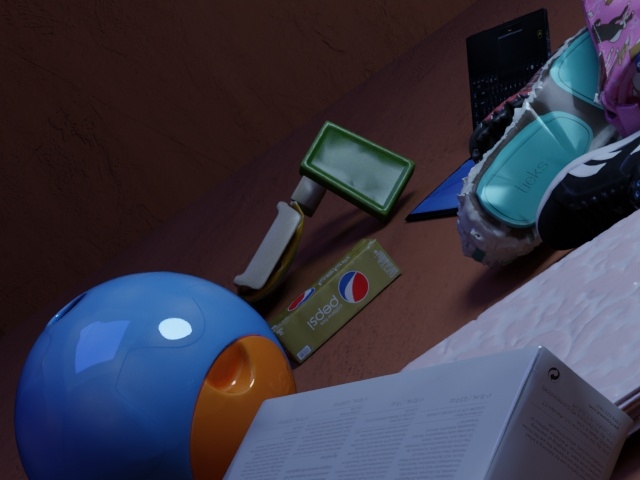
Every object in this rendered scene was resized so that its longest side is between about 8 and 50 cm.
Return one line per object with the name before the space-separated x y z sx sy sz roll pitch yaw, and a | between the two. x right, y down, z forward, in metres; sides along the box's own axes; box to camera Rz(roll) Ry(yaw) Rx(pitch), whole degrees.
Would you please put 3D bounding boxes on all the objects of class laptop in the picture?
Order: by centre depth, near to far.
laptop | 0.211 -0.168 1.986 0.136 0.264 0.234 -4 -1 -21

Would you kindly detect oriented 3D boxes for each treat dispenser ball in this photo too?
treat dispenser ball | -0.165 0.176 1.468 0.288 0.288 0.288 -37 12 9

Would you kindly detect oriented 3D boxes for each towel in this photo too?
towel | 0.191 0.111 1.192 0.317 0.053 0.332 -36 12 13

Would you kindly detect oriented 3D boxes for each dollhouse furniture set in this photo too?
dollhouse furniture set | 0.000 0.000 2.194 0.301 0.151 0.197 -60 -4 -14

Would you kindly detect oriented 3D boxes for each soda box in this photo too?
soda box | 0.015 0.076 1.859 0.181 0.058 0.061 -41 11 -11

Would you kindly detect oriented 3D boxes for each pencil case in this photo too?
pencil case | 0.356 -0.263 1.540 0.386 0.167 0.160 -92 24 -47

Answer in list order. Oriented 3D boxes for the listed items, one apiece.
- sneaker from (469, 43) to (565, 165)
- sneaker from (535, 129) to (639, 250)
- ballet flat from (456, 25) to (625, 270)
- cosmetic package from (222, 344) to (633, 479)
sneaker | 0.306 -0.181 1.844 0.276 0.097 0.135 -36 12 4
sneaker | 0.292 -0.041 1.396 0.217 0.079 0.121 -39 18 29
ballet flat | 0.281 -0.118 1.629 0.409 0.147 0.147 -44 12 -26
cosmetic package | 0.016 0.235 1.006 0.377 0.097 0.284 -20 34 58
